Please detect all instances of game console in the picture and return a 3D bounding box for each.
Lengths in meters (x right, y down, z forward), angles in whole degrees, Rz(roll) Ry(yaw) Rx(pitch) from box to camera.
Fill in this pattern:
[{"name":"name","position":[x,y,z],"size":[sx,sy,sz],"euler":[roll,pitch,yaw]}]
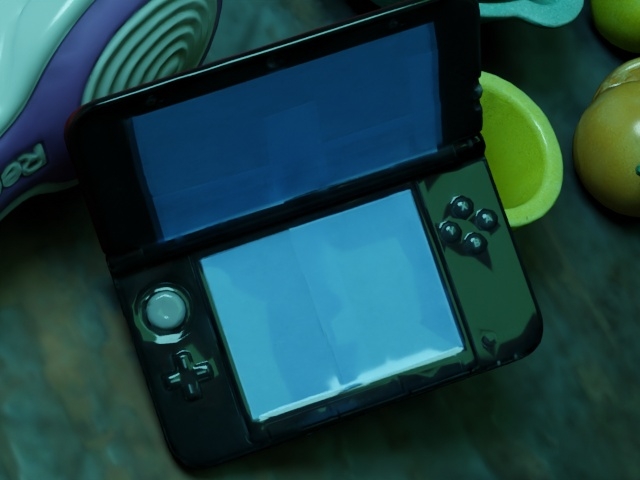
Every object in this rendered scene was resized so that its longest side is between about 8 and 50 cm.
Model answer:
[{"name":"game console","position":[0.000,0.000,0.564],"size":[0.144,0.085,0.124],"euler":[-18,85,-6]}]

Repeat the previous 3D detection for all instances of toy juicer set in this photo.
[{"name":"toy juicer set","position":[0.082,-0.153,0.725],"size":[0.209,0.089,0.329],"euler":[-6,67,-29]}]

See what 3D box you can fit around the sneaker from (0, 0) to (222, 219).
[{"name":"sneaker","position":[-0.175,-0.037,0.542],"size":[0.152,0.114,0.305],"euler":[34,53,21]}]
